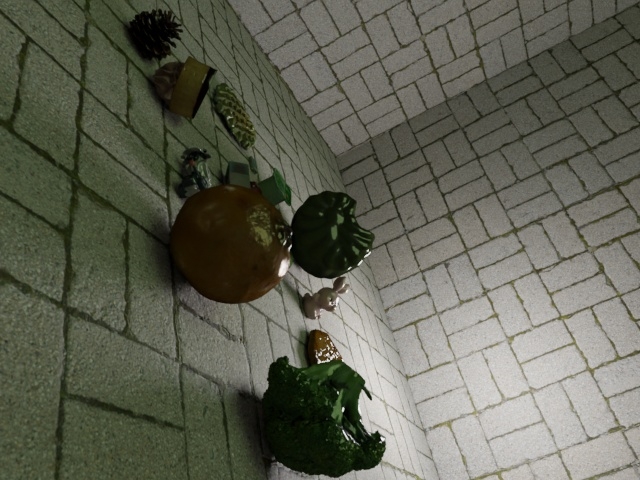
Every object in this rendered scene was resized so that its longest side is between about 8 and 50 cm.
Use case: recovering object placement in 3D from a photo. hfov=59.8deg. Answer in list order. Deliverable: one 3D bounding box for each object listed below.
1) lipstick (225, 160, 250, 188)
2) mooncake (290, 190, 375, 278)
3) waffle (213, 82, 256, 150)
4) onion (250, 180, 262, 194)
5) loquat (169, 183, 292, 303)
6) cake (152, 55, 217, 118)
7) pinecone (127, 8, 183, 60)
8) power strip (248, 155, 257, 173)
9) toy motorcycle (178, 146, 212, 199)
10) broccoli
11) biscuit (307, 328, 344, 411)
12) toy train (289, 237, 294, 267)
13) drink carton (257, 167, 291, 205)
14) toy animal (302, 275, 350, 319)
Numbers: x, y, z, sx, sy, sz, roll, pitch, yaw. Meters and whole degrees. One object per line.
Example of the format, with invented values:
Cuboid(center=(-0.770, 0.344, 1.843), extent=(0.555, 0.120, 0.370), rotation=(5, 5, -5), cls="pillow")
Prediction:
Cuboid(center=(-0.285, -0.133, 1.943), extent=(0.079, 0.076, 0.372), rotation=(8, 42, -19), cls="lipstick")
Cuboid(center=(0.035, -0.024, 2.253), extent=(0.352, 0.351, 0.187), rotation=(67, -18, 10), cls="mooncake")
Cuboid(center=(-0.372, -0.547, 2.448), extent=(0.292, 0.056, 0.309), rotation=(58, 16, -28), cls="waffle")
Cuboid(center=(-0.270, -0.186, 2.121), extent=(0.107, 0.097, 0.107), rotation=(36, 26, -20), cls="onion")
Cuboid(center=(-0.233, 0.007, 1.476), extent=(0.329, 0.328, 0.329), rotation=(58, 15, -26), cls="loquat")
Cuboid(center=(-0.458, -0.523, 1.840), extent=(0.178, 0.208, 0.185), rotation=(29, 28, -18), cls="cake")
Cuboid(center=(-0.538, -0.693, 1.855), extent=(0.163, 0.165, 0.163), rotation=(49, 30, -42), cls="pinecone")
Cuboid(center=(-0.294, -0.330, 2.438), extent=(0.040, 0.016, 0.090), rotation=(49, 20, -49), cls="power strip")
Cuboid(center=(-0.383, -0.202, 1.723), extent=(0.221, 0.102, 0.150), rotation=(-92, 165, -59), cls="toy motorcycle")
Cuboid(center=(-0.005, 0.482, 1.522), extent=(0.413, 0.321, 0.310), rotation=(40, 46, -9), cls="broccoli")
Cuboid(center=(0.039, 0.509, 2.147), extent=(0.359, 0.046, 0.359), rotation=(58, 15, -25), cls="biscuit")
Cuboid(center=(-0.172, 0.039, 2.105), extent=(0.253, 0.105, 0.158), rotation=(22, 56, -72), cls="toy train")
Cuboid(center=(-0.211, -0.193, 2.248), extent=(0.144, 0.142, 0.146), rotation=(60, 15, -27), cls="drink carton")
Cuboid(center=(0.031, 0.236, 2.262), extent=(0.124, 0.212, 0.124), rotation=(54, 11, -16), cls="toy animal")
